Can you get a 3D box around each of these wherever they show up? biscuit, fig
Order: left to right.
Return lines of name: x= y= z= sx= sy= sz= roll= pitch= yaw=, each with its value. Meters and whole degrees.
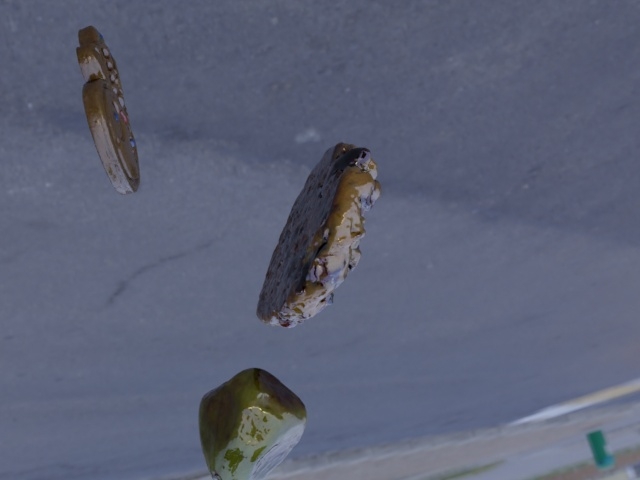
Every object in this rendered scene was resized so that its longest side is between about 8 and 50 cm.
biscuit: x=-0.205 y=-0.129 z=0.988 sx=0.026 sy=0.175 sz=0.124 roll=-15 pitch=159 yaw=0
fig: x=-0.100 y=0.264 z=1.409 sx=0.154 sy=0.166 sz=0.144 roll=14 pitch=161 yaw=2
biscuit: x=0.002 y=-0.004 z=1.477 sx=0.081 sy=0.290 sz=0.334 roll=25 pitch=169 yaw=-13
